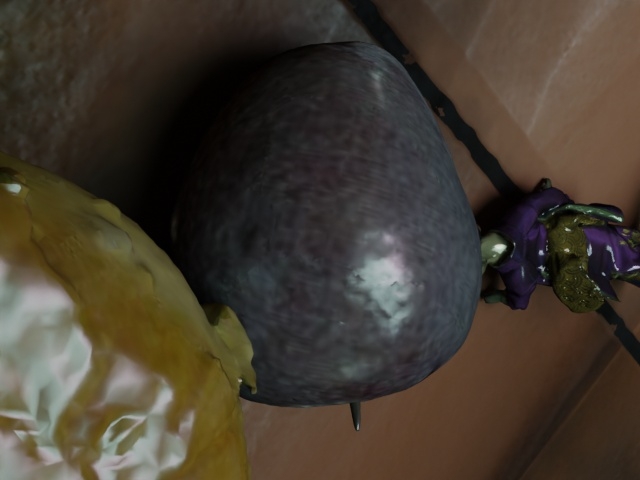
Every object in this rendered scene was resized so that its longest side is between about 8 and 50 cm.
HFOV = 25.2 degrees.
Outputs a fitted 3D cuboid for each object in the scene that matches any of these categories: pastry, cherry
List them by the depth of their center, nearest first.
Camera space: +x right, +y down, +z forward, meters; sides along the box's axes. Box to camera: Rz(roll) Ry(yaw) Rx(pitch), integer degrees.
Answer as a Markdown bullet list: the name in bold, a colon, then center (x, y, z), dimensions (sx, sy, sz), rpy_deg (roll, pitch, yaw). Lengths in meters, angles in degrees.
- **pastry**: center (-0.183, 0.100, 0.539), dimensions (0.316, 0.184, 0.284), rpy_deg (-11, 103, -32)
- **cherry**: center (0.000, -0.002, 0.649), dimensions (0.140, 0.176, 0.176), rpy_deg (-10, 116, -3)

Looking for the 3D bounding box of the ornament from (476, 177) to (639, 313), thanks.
- **ornament**: center (0.136, 0.013, 0.818), dimensions (0.203, 0.088, 0.081), rpy_deg (0, 132, -23)
